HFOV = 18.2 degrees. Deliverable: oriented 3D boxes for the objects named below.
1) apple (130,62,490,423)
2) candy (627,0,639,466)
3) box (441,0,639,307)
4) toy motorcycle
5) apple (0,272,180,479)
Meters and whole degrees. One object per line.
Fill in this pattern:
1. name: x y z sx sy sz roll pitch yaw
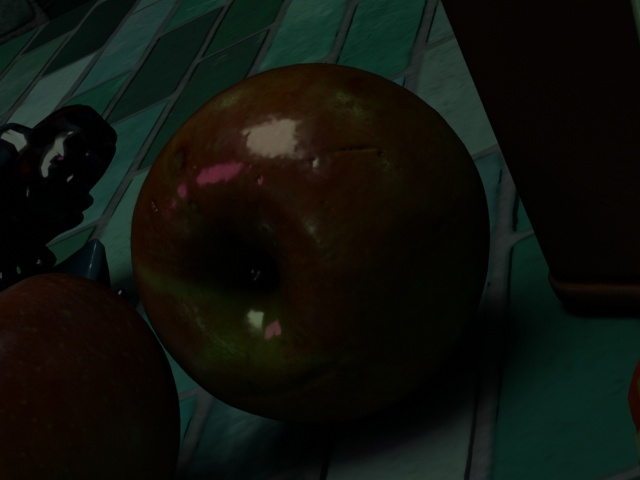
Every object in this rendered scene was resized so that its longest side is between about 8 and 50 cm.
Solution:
1. apple: 0.000 0.000 1.069 0.196 0.196 0.196 -26 17 9
2. candy: 0.148 -0.022 0.822 0.078 0.288 0.084 -4 -20 -13
3. box: 0.240 -0.124 0.971 0.239 0.229 0.339 -37 20 -29
4. toy motorcycle: -0.272 0.067 1.397 0.232 0.172 0.416 -29 28 34
5. apple: -0.168 0.114 1.075 0.201 0.162 0.201 -25 4 2
